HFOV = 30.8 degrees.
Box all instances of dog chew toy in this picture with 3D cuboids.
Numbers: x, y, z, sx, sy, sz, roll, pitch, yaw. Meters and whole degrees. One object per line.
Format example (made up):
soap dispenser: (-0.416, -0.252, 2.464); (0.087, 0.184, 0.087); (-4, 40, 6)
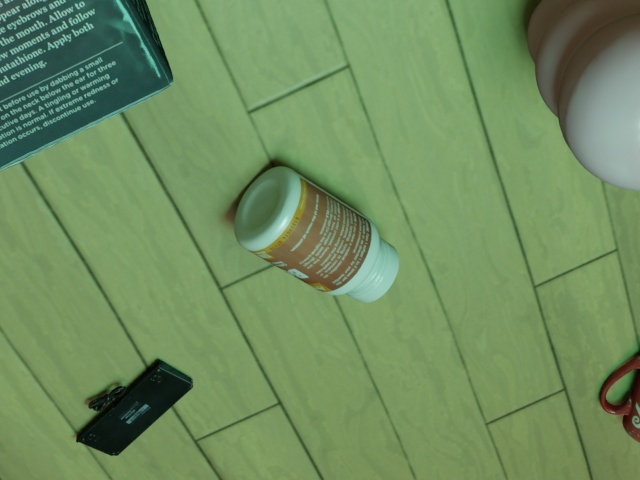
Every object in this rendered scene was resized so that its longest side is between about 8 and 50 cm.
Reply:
dog chew toy: (0.352, -0.204, 1.388); (0.207, 0.332, 0.206); (-9, 127, -13)

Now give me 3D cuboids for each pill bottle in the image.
pill bottle: (0.000, 0.000, 1.554); (0.216, 0.121, 0.121); (31, 111, -33)

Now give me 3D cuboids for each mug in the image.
mug: (0.559, 0.250, 1.932); (0.150, 0.113, 0.169); (-7, 123, -16)

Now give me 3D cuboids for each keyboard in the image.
keyboard: (-0.282, 0.242, 1.701); (0.180, 0.023, 0.108); (-43, 133, 13)

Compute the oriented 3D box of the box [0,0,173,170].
box: (-0.335, -0.319, 1.101); (0.212, 0.293, 0.395); (-26, 128, 1)
